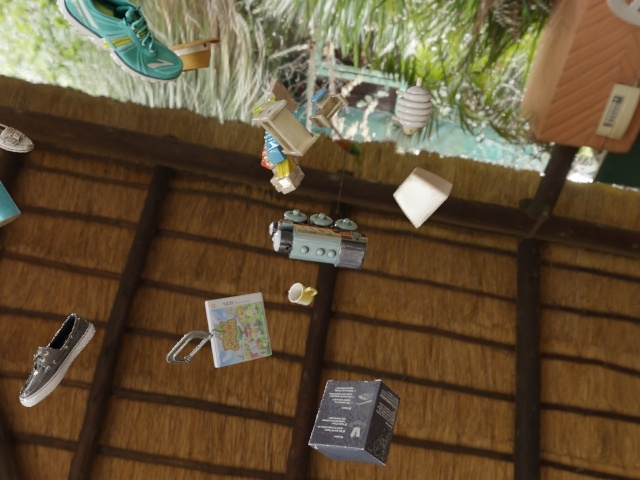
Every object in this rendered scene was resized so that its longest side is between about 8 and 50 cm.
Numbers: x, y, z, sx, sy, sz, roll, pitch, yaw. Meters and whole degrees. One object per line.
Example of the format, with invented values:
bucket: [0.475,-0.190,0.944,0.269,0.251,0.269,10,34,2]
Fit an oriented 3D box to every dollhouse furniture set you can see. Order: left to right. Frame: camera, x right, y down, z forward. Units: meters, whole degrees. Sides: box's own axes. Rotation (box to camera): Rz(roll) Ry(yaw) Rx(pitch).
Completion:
dollhouse furniture set: [-0.053,-0.328,1.328,0.183,0.129,0.129,-50,-153,-9]

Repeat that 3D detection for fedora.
fedora: [-0.378,-0.542,1.529,0.195,0.079,0.194,-10,-158,4]

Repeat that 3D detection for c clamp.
c clamp: [-0.372,0.315,1.540,0.022,0.161,0.137,50,-175,32]

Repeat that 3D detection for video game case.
video game case: [-0.264,0.287,1.690,0.194,0.212,0.023,-6,173,-31]

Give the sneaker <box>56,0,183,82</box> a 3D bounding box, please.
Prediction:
sneaker: [-0.395,-0.426,1.070,0.275,0.110,0.106,31,-127,-42]

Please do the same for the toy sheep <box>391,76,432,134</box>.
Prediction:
toy sheep: [0.212,-0.304,1.183,0.091,0.131,0.091,2,-150,-1]

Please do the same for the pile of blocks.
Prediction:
pile of blocks: [-0.142,-0.296,1.514,0.149,0.113,0.361,25,-128,-50]

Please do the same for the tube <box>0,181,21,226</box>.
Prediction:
tube: [-0.573,-0.117,0.845,0.080,0.207,0.052,-32,-170,-13]

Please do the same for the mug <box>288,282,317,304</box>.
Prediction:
mug: [-0.052,0.176,1.644,0.064,0.062,0.078,31,166,-39]

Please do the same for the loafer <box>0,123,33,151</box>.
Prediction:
loafer: [-0.666,-0.223,1.088,0.125,0.039,0.045,21,-129,-1]

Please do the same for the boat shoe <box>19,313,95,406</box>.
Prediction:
boat shoe: [-0.607,0.261,1.181,0.080,0.076,0.228,-6,-142,33]

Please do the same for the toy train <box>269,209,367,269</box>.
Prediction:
toy train: [0.000,0.000,1.703,0.334,0.142,0.190,9,-157,-10]

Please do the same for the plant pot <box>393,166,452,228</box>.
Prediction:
plant pot: [0.239,-0.113,1.245,0.096,0.109,0.109,41,-151,0]

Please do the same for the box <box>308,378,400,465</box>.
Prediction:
box: [0.078,0.404,1.168,0.156,0.093,0.158,-13,-137,40]
